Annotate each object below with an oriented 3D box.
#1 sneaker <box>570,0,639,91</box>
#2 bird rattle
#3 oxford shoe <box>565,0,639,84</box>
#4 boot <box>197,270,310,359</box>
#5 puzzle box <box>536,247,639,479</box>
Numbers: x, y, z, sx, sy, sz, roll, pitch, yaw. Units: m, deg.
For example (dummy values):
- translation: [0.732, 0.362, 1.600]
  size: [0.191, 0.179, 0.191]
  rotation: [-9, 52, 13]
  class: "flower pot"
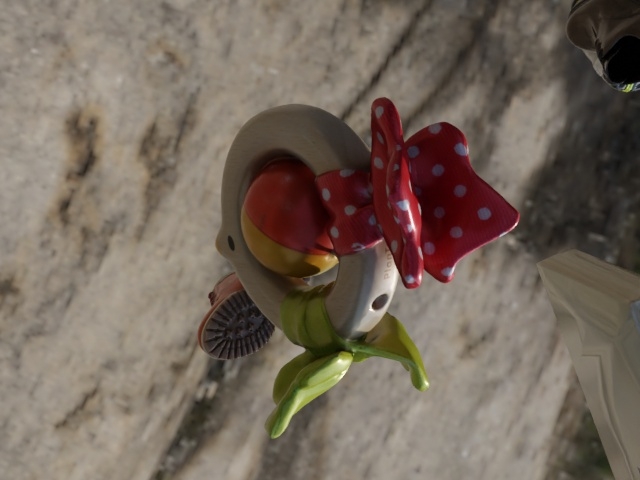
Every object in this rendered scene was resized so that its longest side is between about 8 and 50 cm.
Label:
- translation: [0.426, -0.364, 1.741]
  size: [0.145, 0.147, 0.385]
  rotation: [17, 118, -45]
  class: "sneaker"
- translation: [0.000, 0.000, 0.974]
  size: [0.143, 0.207, 0.253]
  rotation: [-25, 144, -31]
  class: "bird rattle"
- translation: [0.318, -0.214, 1.574]
  size: [0.096, 0.227, 0.083]
  rotation: [-44, 112, -10]
  class: "oxford shoe"
- translation: [-0.082, 0.068, 1.423]
  size: [0.158, 0.084, 0.059]
  rotation: [-43, 115, -49]
  class: "boot"
- translation: [0.375, 0.218, 1.657]
  size: [0.052, 0.272, 0.409]
  rotation: [-24, 103, -9]
  class: "puzzle box"
